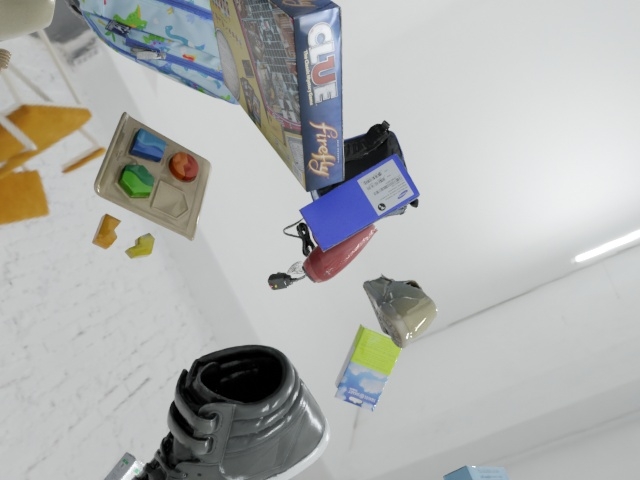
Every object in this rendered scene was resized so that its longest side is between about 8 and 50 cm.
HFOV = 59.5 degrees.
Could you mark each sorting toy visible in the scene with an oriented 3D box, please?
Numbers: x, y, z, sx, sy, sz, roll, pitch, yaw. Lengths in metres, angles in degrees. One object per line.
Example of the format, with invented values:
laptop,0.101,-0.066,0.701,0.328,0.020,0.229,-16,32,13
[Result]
sorting toy,-0.331,-0.094,1.119,0.041,0.229,0.307,-27,-136,38

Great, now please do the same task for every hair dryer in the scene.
hair dryer,0.000,0.000,1.311,0.294,0.080,0.223,-9,-128,34

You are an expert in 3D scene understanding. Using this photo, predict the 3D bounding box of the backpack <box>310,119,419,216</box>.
backpack,0.099,-0.165,1.557,0.264,0.276,0.213,-9,156,-13

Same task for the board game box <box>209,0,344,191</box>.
board game box,-0.050,-0.181,0.550,0.042,0.165,0.243,-20,-134,-17

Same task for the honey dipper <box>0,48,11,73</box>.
honey dipper,-0.739,-0.360,1.271,0.031,0.160,0.030,7,163,2

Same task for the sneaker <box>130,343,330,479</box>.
sneaker,-0.130,0.194,0.491,0.296,0.146,0.105,-29,-142,-23

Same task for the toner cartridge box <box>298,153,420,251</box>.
toner cartridge box,0.060,-0.054,0.965,0.165,0.075,0.348,-29,179,2

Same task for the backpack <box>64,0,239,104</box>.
backpack,-0.213,-0.376,0.937,0.356,0.273,0.290,8,-166,9

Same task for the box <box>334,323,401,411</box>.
box,0.110,0.300,1.323,0.042,0.109,0.178,-146,-100,-80

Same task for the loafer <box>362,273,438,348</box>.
loafer,0.142,0.115,0.988,0.092,0.101,0.268,-24,-169,-1

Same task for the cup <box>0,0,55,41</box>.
cup,-0.684,-0.551,1.151,0.237,0.330,0.331,-2,171,-34

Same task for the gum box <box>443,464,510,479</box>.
gum box,0.246,0.398,0.743,0.041,0.184,0.157,-35,144,20

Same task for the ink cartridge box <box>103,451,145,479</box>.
ink cartridge box,-0.481,0.654,1.351,0.056,0.181,0.224,11,-128,39
